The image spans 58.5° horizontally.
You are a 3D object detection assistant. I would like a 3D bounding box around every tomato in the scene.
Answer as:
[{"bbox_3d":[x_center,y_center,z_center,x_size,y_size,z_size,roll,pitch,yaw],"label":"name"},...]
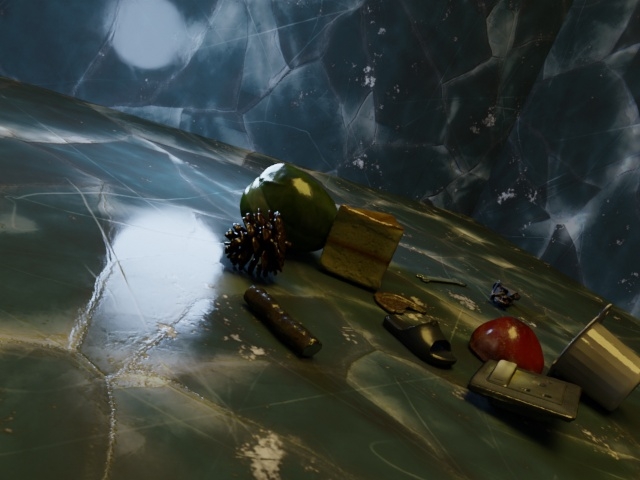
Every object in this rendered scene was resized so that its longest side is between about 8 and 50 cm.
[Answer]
[{"bbox_3d":[0.574,0.310,1.729,0.200,0.140,0.233,0,26,-39],"label":"tomato"}]

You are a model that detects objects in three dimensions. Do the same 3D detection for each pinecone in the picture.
[{"bbox_3d":[-0.181,0.010,1.627,0.207,0.208,0.208,21,16,-6],"label":"pinecone"}]

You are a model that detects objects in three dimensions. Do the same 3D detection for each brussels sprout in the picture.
[{"bbox_3d":[-0.117,-0.118,1.963,0.314,0.276,0.371,13,17,-40],"label":"brussels sprout"}]

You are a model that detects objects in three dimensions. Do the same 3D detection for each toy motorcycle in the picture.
[{"bbox_3d":[0.759,0.223,2.388,0.122,0.080,0.215,31,22,28],"label":"toy motorcycle"}]

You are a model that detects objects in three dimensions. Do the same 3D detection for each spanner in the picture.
[{"bbox_3d":[0.499,0.161,2.350,0.302,0.017,0.071,9,20,-40],"label":"spanner"}]

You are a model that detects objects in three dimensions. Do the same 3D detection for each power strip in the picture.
[{"bbox_3d":[0.520,0.395,1.462,0.251,0.092,0.257,20,14,26],"label":"power strip"}]

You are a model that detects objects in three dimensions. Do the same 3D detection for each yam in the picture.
[{"bbox_3d":[-0.095,0.192,1.364,0.061,0.061,0.253,5,23,-46],"label":"yam"}]

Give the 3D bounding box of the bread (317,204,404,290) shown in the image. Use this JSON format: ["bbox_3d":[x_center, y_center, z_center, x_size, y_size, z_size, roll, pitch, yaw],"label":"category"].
[{"bbox_3d":[0.153,0.002,2.034,0.244,0.233,0.362,22,11,1],"label":"bread"}]

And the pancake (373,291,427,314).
[{"bbox_3d":[0.258,0.211,1.849,0.184,0.020,0.190,25,16,7],"label":"pancake"}]

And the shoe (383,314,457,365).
[{"bbox_3d":[0.282,0.256,1.602,0.108,0.093,0.241,8,19,-46],"label":"shoe"}]

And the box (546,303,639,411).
[{"bbox_3d":[0.868,0.366,1.728,0.206,0.291,0.262,44,21,30],"label":"box"}]
